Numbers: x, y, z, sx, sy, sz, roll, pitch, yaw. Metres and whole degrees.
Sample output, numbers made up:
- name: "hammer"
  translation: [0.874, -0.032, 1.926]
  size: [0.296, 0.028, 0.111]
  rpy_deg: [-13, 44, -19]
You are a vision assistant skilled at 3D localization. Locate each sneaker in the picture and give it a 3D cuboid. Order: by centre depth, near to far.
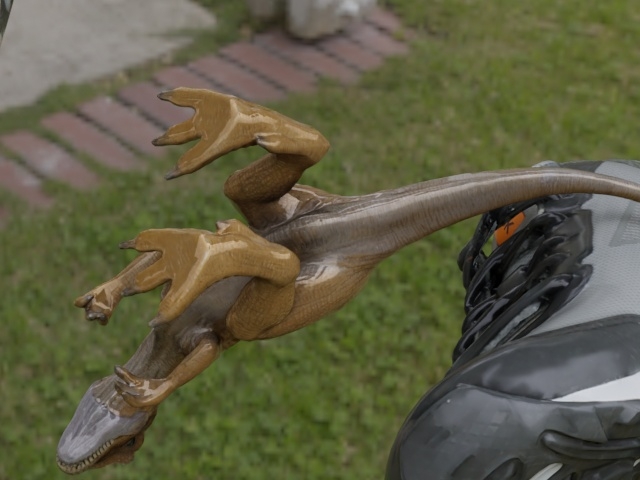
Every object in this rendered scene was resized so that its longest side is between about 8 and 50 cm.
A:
- name: "sneaker"
  translation: [0.074, 0.030, 0.480]
  size: [0.108, 0.100, 0.271]
  rpy_deg: [50, 22, 10]

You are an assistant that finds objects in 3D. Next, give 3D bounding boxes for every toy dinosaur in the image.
- name: "toy dinosaur"
  translation: [0.000, 0.000, 0.456]
  size: [0.211, 0.112, 0.064]
  rpy_deg: [-25, 61, 18]

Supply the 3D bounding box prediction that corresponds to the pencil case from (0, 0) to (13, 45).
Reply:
- name: "pencil case"
  translation: [-0.252, -0.166, 0.944]
  size: [0.160, 0.183, 0.410]
  rpy_deg: [7, 30, -5]
